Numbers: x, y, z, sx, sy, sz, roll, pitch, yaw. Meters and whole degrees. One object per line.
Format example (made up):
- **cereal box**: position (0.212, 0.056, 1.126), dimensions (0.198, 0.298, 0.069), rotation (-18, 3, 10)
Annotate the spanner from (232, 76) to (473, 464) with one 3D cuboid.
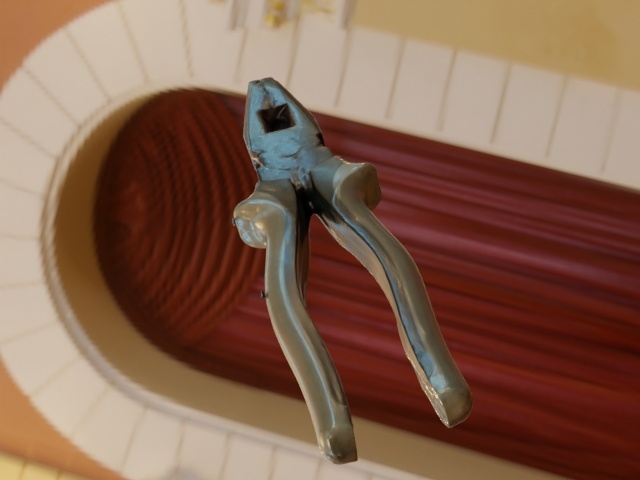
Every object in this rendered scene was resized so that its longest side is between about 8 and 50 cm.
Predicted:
- **spanner**: position (0.000, 0.000, 0.847), dimensions (0.325, 0.096, 0.040), rotation (-111, 5, -46)
